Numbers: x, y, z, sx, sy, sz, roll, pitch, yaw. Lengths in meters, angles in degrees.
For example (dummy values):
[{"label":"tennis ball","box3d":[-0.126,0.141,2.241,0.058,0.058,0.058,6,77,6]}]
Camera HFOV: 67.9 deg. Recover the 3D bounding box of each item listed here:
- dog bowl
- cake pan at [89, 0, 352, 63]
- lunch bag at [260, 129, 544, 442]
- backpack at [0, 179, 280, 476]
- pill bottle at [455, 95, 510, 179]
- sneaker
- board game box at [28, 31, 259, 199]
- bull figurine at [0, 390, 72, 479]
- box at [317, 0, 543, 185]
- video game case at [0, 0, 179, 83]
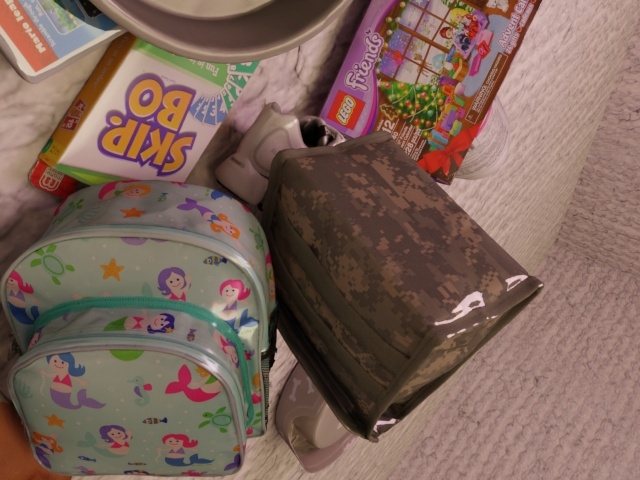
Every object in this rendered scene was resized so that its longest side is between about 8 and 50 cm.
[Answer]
[{"label":"dog bowl","box3d":[0.043,0.323,1.036,0.349,0.102,0.348,-35,141,-35]},{"label":"cake pan","box3d":[-0.057,-0.268,0.302,0.293,0.054,0.293,-26,139,-25]},{"label":"lunch bag","box3d":[0.039,0.068,0.518,0.169,0.235,0.287,-19,147,-31]},{"label":"backpack","box3d":[-0.149,0.080,0.425,0.191,0.225,0.253,-96,-170,-62]},{"label":"pill bottle","box3d":[0.237,-0.198,0.826,0.283,0.160,0.160,10,106,-60]},{"label":"sneaker","box3d":[0.003,-0.090,0.618,0.292,0.110,0.118,4,116,-58]},{"label":"board game box","box3d":[-0.145,-0.135,0.446,0.259,0.039,0.124,-57,148,-1]},{"label":"bull figurine","box3d":[-0.321,0.173,0.379,0.188,0.101,0.310,-40,142,-24]},{"label":"box","box3d":[0.144,-0.246,0.626,0.057,0.201,0.293,-112,-134,-79]},{"label":"video game case","box3d":[-0.136,-0.268,0.316,0.285,0.025,0.204,-43,139,-21]}]
